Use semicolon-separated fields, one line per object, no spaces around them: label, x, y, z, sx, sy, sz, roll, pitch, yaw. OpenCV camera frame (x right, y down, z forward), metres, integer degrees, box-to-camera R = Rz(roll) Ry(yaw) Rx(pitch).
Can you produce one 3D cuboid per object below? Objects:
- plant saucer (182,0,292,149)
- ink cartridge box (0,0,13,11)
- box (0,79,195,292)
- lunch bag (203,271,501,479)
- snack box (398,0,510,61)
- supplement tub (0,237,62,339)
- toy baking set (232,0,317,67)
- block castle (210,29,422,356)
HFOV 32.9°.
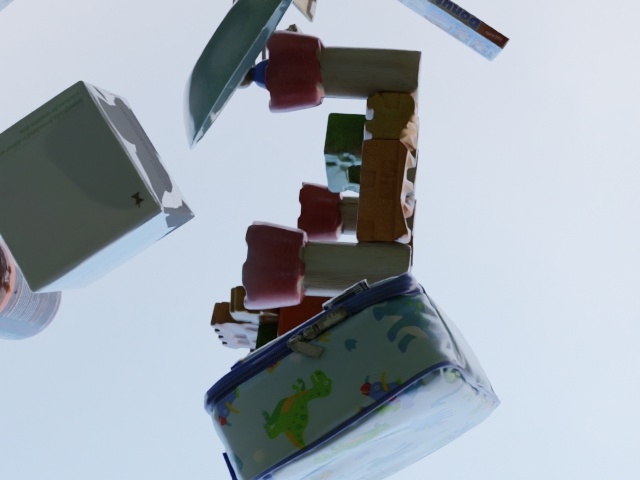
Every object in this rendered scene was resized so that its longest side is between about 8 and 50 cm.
plant saucer;-0.076;-0.170;0.959;0.037;0.195;0.195;33;-100;-5
ink cartridge box;-0.354;-0.329;1.006;0.307;0.129;0.223;-31;-113;23
box;-0.157;-0.033;0.711;0.101;0.087;0.102;-32;-94;7
lunch bag;0.025;0.114;0.762;0.176;0.219;0.090;-33;-113;8
snack box;0.178;-0.313;1.514;0.178;0.064;0.022;33;-99;-2
supplement tub;-0.354;0.045;1.136;0.106;0.198;0.106;-2;-101;8
toy baking set;-0.049;-0.278;1.298;0.030;0.256;0.196;-8;-87;27
block castle;0.000;0.000;1.227;0.213;0.453;0.303;3;-111;5
